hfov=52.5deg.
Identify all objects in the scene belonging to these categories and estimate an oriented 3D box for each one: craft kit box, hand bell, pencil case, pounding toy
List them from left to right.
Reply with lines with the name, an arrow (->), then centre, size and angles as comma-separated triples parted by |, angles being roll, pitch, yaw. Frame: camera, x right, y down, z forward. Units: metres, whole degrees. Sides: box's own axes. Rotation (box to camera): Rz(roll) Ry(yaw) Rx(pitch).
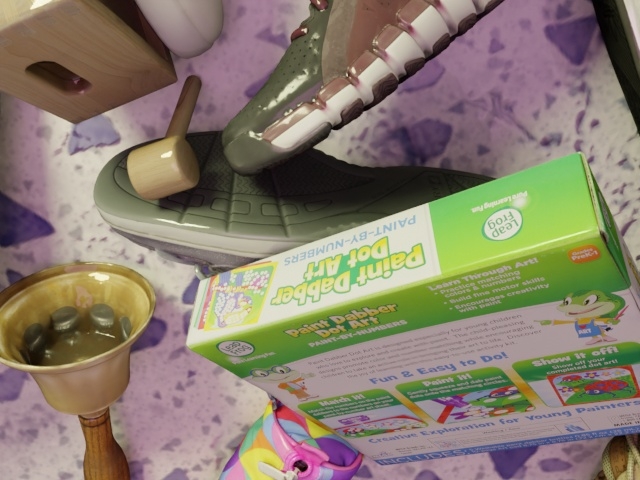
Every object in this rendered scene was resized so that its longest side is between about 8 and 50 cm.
pounding toy -> -0.150, -0.115, 0.408 | 0.094, 0.181, 0.206 | -20, 82, 9
hand bell -> -0.189, 0.152, 0.550 | 0.126, 0.126, 0.242 | 1, 122, 0
pencil case -> -0.057, 0.236, 0.567 | 0.104, 0.104, 0.236 | 29, 109, -9
craft kit box -> 0.087, 0.075, 0.429 | 0.249, 0.061, 0.246 | -18, 140, 28

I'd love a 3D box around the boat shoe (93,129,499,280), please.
boat shoe -> 0.001, -0.002, 0.473 | 0.320, 0.118, 0.103 | 5, 131, -9

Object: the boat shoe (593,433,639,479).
boat shoe -> 0.280, 0.187, 0.494 | 0.119, 0.123, 0.324 | 14, 134, 10

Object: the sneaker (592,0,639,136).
sneaker -> 0.313, -0.091, 0.433 | 0.178, 0.124, 0.296 | -21, 107, 18

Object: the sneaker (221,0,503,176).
sneaker -> 0.018, -0.177, 0.409 | 0.281, 0.106, 0.162 | -39, 98, -6

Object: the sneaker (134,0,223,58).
sneaker -> -0.080, -0.260, 0.379 | 0.123, 0.106, 0.290 | -9, 108, 7
